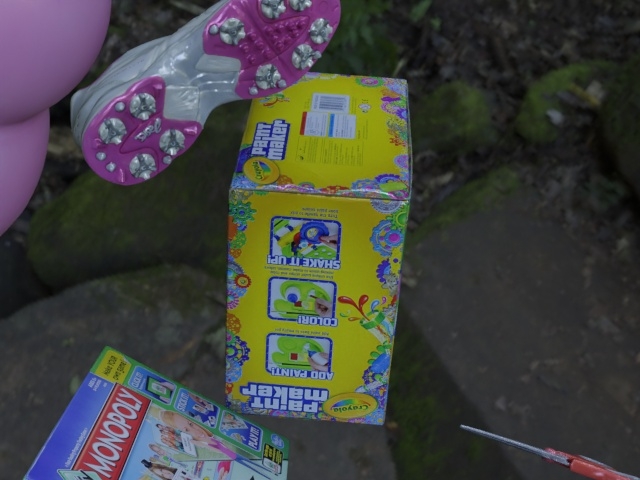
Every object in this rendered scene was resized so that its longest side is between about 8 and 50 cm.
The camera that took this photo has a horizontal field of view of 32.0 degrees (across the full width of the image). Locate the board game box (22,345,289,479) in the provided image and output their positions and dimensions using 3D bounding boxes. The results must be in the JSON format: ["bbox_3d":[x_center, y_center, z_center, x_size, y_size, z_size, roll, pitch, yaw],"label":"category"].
[{"bbox_3d":[-0.134,0.206,0.981,0.213,0.046,0.317,29,11,-6],"label":"board game box"}]

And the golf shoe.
[{"bbox_3d":[-0.124,-0.183,1.124,0.306,0.115,0.140,-34,37,-13],"label":"golf shoe"}]

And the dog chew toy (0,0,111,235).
[{"bbox_3d":[-0.210,-0.129,0.600,0.206,0.332,0.206,31,28,-19],"label":"dog chew toy"}]

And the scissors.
[{"bbox_3d":[0.284,0.254,1.290,0.297,0.021,0.109,25,-3,-43],"label":"scissors"}]

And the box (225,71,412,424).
[{"bbox_3d":[0.000,0.000,1.231,0.177,0.279,0.290,4,31,1],"label":"box"}]
